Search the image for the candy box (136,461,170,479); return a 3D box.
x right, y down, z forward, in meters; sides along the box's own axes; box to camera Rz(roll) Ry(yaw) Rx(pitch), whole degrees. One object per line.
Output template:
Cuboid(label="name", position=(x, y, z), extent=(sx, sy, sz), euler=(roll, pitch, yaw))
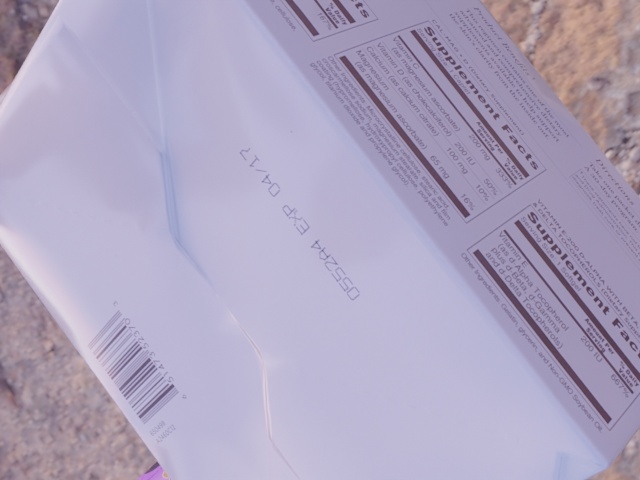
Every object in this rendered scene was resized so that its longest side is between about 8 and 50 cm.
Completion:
Cuboid(label="candy box", position=(-0.071, 0.239, 0.737), extent=(0.196, 0.165, 0.070), euler=(26, 148, 43))

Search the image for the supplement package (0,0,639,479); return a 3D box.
Cuboid(label="supplement package", position=(0.000, 0.000, 0.469), extent=(0.262, 0.145, 0.204), euler=(53, 132, 7))

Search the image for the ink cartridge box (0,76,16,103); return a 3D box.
Cuboid(label="ink cartridge box", position=(-0.189, -0.160, 0.948), extent=(0.093, 0.154, 0.212), euler=(44, 157, -24))
